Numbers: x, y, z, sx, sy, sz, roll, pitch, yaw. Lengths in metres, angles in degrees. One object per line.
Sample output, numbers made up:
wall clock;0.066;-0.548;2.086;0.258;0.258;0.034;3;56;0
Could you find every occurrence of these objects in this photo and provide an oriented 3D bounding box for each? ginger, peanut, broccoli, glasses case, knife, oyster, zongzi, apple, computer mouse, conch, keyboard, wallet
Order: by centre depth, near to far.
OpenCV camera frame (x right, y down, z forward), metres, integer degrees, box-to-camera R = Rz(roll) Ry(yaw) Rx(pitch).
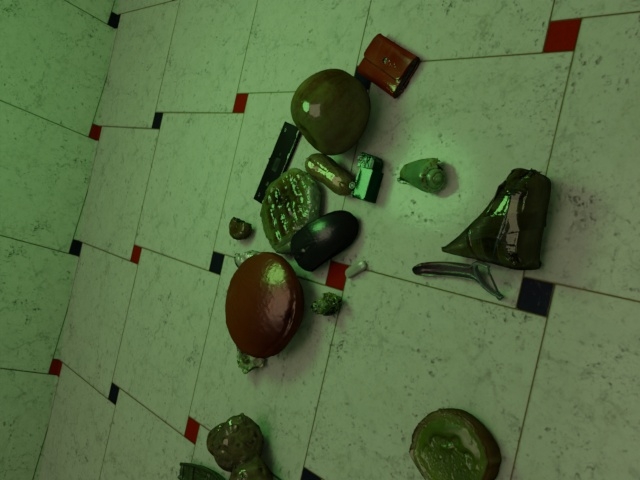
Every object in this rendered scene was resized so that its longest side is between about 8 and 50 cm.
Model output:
zongzi;0.436;-0.065;1.504;0.274;0.125;0.250;13;91;51
knife;0.364;0.092;1.589;0.278;0.053;0.123;8;130;53
conch;0.292;-0.196;1.711;0.170;0.079;0.105;23;83;51
glasses case;0.110;0.091;1.858;0.083;0.021;0.032;-36;56;34
broccoli;0.015;0.204;1.881;0.097;0.092;0.095;30;117;26
wallet;0.211;-0.555;1.882;0.204;0.045;0.142;48;115;39
apple;0.037;-0.412;1.895;0.234;0.256;0.257;-44;47;-10
computer mouse;0.000;0.000;1.915;0.270;0.086;0.137;-34;75;29
peanut;0.035;-0.218;1.944;0.214;0.100;0.099;38;108;38
ginger;-0.257;0.750;1.985;0.375;0.176;0.256;56;137;34
oyster;-0.256;0.409;2.130;0.103;0.051;0.148;-36;56;13
keyboard;-0.159;-0.280;2.202;0.106;0.027;0.316;34;105;40

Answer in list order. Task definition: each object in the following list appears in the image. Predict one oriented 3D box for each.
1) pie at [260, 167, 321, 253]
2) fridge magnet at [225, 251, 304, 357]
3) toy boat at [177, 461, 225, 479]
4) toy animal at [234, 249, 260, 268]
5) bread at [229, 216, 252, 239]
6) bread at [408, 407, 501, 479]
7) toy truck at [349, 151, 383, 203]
pie;-0.111;-0.108;2.077;0.307;0.071;0.306;-8;77;39
fridge magnet;-0.190;0.219;2.030;0.364;0.155;0.363;-10;76;43
toy boat;-0.425;0.886;2.191;0.293;0.055;0.093;0;80;45
toy animal;-0.258;0.070;2.192;0.124;0.071;0.085;-20;67;41
bread;-0.306;-0.041;2.271;0.113;0.060;0.082;28;101;46
bread;0.335;0.540;1.505;0.236;0.070;0.235;-10;76;43
toy truck;0.145;-0.198;1.856;0.079;0.065;0.147;17;94;43
